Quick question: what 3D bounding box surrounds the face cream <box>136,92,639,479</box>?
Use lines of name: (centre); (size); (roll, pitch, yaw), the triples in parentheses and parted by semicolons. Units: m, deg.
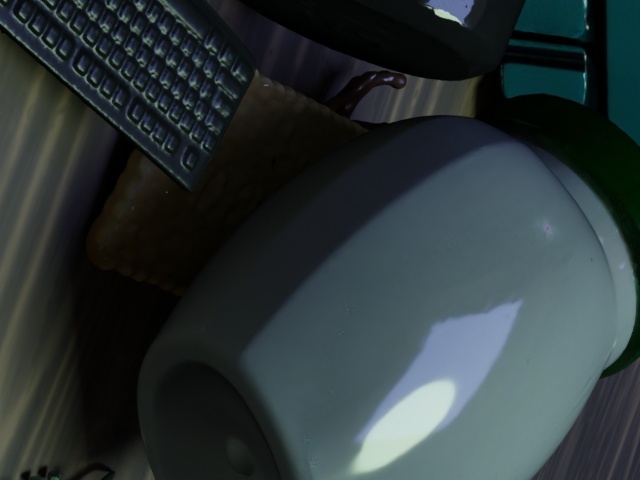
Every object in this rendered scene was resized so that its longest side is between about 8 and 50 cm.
face cream: (0.063, 0.065, 1.166); (0.357, 0.219, 0.312); (-31, 138, -35)

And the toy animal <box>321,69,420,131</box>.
toy animal: (0.000, 0.000, 1.328); (0.230, 0.066, 0.224); (-33, 133, -36)

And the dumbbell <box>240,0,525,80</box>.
dumbbell: (0.072, -0.279, 1.092); (0.322, 0.204, 0.204); (-68, 157, -4)

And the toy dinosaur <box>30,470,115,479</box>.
toy dinosaur: (-0.173, 0.173, 1.137); (0.180, 0.037, 0.058); (-17, 148, -53)

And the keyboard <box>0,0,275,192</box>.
keyboard: (-0.102, -0.105, 0.977); (0.103, 0.041, 0.381); (-63, 146, -14)

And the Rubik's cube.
Rubik's cube: (0.340, -0.190, 1.597); (0.293, 0.283, 0.288); (-45, 138, -47)

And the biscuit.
biscuit: (-0.046, -0.029, 1.179); (0.250, 0.030, 0.160); (21, 100, -56)
